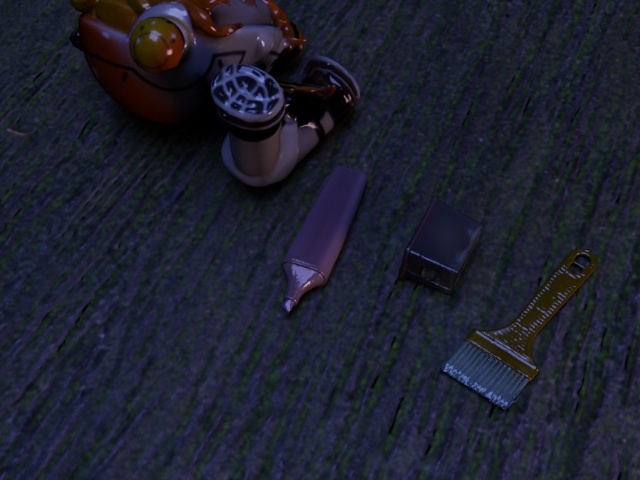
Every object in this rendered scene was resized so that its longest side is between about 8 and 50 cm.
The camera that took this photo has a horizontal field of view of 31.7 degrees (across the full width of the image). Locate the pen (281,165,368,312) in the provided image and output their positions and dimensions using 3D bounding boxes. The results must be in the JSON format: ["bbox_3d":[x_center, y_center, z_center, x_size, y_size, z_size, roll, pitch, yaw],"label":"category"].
[{"bbox_3d":[0.000,0.000,1.227,0.053,0.032,0.197,18,56,13],"label":"pen"}]

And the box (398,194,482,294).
[{"bbox_3d":[0.129,0.007,1.201,0.063,0.060,0.084,23,59,12],"label":"box"}]

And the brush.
[{"bbox_3d":[0.221,0.081,1.175,0.082,0.010,0.218,33,62,23],"label":"brush"}]

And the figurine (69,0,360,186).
[{"bbox_3d":[-0.138,-0.209,1.277,0.323,0.196,0.320,40,23,17],"label":"figurine"}]
